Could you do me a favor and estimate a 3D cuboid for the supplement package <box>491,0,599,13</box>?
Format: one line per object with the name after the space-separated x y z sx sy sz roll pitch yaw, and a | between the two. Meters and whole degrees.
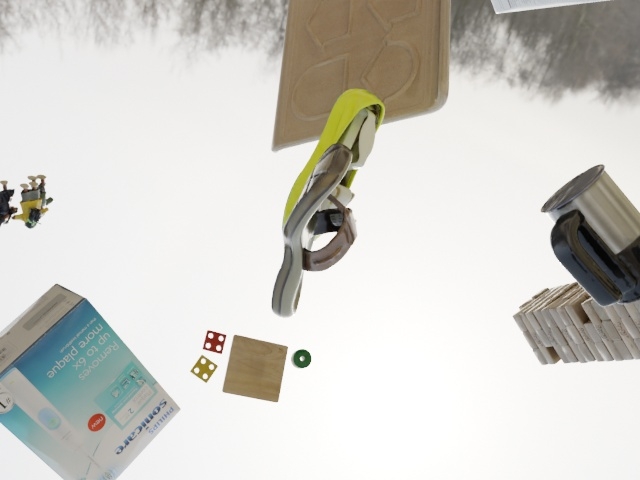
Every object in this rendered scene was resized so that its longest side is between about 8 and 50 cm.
0.367 -0.473 0.975 0.262 0.199 0.198 3 159 30 | supplement package

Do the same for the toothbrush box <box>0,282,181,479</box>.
-0.411 0.256 1.158 0.126 0.296 0.216 14 -129 46 | toothbrush box

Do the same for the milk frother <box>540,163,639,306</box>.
0.326 -0.013 0.722 0.135 0.143 0.129 49 -145 -3 | milk frother

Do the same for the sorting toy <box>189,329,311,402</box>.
-0.161 0.293 1.588 0.274 0.132 0.046 15 162 -17 | sorting toy

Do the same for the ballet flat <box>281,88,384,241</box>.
0.020 -0.089 0.902 0.077 0.231 0.077 24 180 -44 | ballet flat

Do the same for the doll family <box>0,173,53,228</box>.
-0.637 -0.063 1.438 0.193 0.111 0.076 -15 -145 -41 | doll family

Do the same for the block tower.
0.395 0.100 0.919 0.091 0.335 0.097 -31 -91 -23 | block tower

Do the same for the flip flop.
0.000 0.000 0.823 0.080 0.277 0.112 21 -137 4 | flip flop

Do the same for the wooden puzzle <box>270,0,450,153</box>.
0.073 -0.313 1.154 0.347 0.322 0.080 -11 154 37 | wooden puzzle
